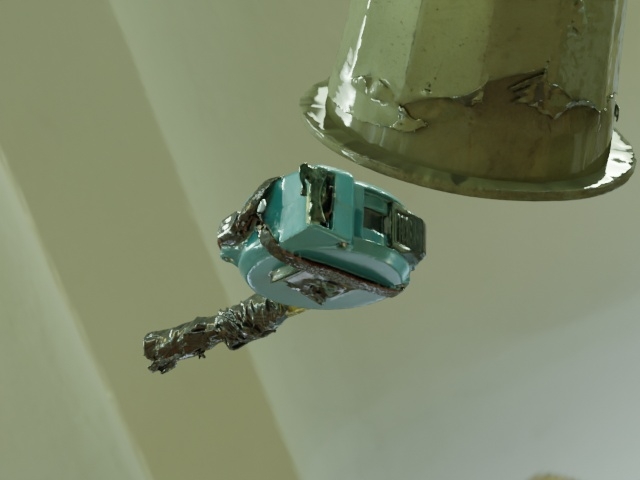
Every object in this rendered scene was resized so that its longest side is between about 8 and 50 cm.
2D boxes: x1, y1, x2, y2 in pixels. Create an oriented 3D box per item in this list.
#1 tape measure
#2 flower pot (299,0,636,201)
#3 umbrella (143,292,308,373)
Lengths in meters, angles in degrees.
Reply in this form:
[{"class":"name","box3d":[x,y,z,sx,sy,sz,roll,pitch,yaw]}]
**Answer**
[{"class":"tape measure","box3d":[0.000,0.000,1.308,0.146,0.081,0.125,21,-31,-34]},{"class":"flower pot","box3d":[0.106,-0.148,1.077,0.212,0.212,0.202,-1,-61,-22]},{"class":"umbrella","box3d":[-0.076,0.070,1.432,0.144,0.040,0.037,-21,-45,17]}]
